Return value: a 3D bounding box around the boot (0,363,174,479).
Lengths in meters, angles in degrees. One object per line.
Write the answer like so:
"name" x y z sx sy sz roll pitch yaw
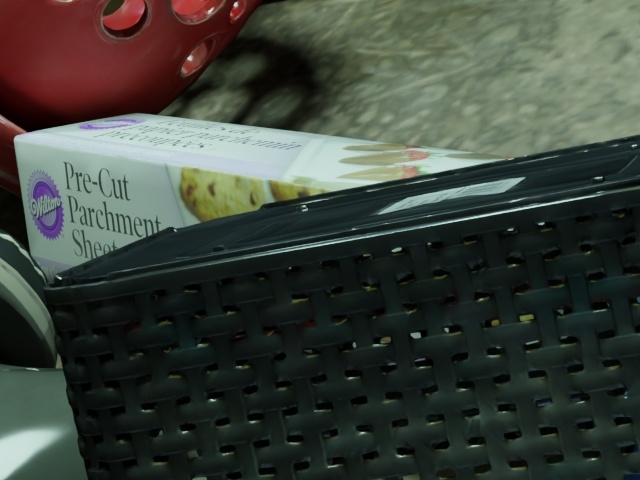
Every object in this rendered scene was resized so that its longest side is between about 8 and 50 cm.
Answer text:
"boot" -0.112 0.117 0.634 0.137 0.077 0.198 3 60 -8

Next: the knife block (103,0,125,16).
"knife block" -0.113 -0.164 1.041 0.275 0.088 0.242 -29 29 -4

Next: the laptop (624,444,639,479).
"laptop" 0.157 0.069 0.334 0.382 0.408 0.236 -9 68 30

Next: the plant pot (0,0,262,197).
"plant pot" -0.131 -0.123 0.862 0.174 0.191 0.191 -54 33 0

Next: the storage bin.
"storage bin" 0.037 0.027 0.488 0.180 0.084 0.122 -11 5 18

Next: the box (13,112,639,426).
"box" 0.000 0.000 0.687 0.063 0.067 0.324 -15 16 -36

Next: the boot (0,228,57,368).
"boot" -0.259 0.010 0.856 0.377 0.138 0.284 -20 30 23
